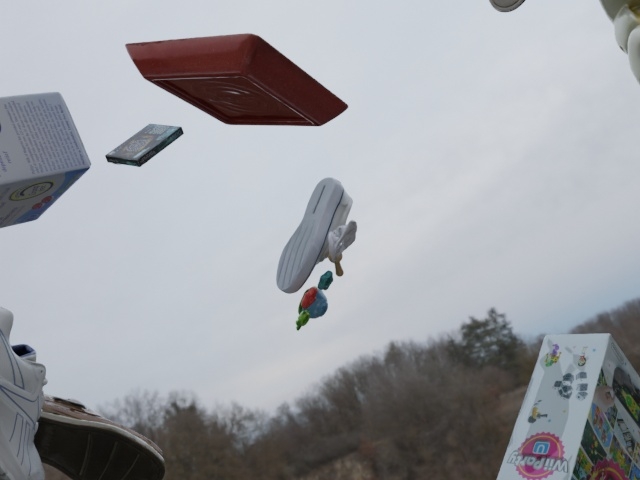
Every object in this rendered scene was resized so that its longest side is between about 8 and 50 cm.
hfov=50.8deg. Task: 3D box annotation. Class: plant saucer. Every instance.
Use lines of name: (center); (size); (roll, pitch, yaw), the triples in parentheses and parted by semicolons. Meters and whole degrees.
plant saucer: (-0.128, -0.233, 1.041); (0.258, 0.048, 0.259); (7, -8, 33)

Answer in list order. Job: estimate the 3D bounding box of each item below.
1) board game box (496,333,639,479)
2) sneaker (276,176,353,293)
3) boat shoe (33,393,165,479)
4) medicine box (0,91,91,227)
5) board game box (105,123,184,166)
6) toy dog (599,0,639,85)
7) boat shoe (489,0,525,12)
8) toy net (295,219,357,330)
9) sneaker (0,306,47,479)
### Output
board game box: (0.313, 0.297, 0.795); (0.097, 0.303, 0.224); (-11, -51, 48)
sneaker: (0.000, 0.000, 1.355); (0.091, 0.258, 0.094); (37, -20, -33)
boat shoe: (-0.382, 0.292, 1.039); (0.307, 0.111, 0.104); (26, 12, -18)
medicine box: (-0.586, -0.112, 1.127); (0.263, 0.149, 0.289); (-26, -3, 44)
board game box: (-0.481, -0.263, 1.849); (0.126, 0.026, 0.186); (11, 42, 30)
toy dog: (0.731, -0.335, 1.306); (0.284, 0.408, 0.395); (-11, -39, 14)
boat shoe: (0.407, -0.618, 1.364); (0.112, 0.335, 0.095); (10, 1, 18)
toy net: (0.003, 0.060, 1.311); (0.122, 0.045, 0.232); (-10, -56, -58)
sneaker: (-0.386, 0.207, 0.829); (0.129, 0.111, 0.297); (-47, -33, -43)
